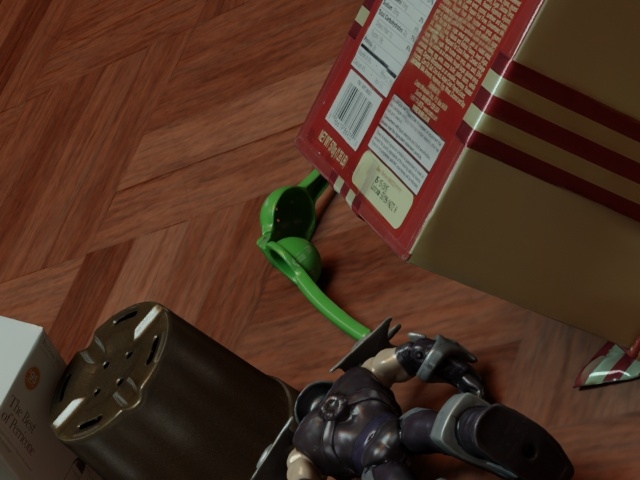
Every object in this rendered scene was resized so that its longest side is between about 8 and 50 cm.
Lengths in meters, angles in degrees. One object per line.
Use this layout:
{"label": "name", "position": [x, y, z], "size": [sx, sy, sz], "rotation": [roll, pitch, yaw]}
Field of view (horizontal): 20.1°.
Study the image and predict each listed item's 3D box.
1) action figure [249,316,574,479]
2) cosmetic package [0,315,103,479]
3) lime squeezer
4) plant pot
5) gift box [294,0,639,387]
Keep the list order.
{"label": "action figure", "position": [0.054, 0.147, 1.220], "size": [0.185, 0.099, 0.285], "rotation": [-60, 26, -6]}
{"label": "cosmetic package", "position": [-0.220, 0.164, 1.423], "size": [0.060, 0.239, 0.099], "rotation": [10, 59, 22]}
{"label": "lime squeezer", "position": [0.000, 0.000, 1.529], "size": [0.110, 0.059, 0.310], "rotation": [-7, 38, 8]}
{"label": "plant pot", "position": [-0.105, 0.143, 1.362], "size": [0.167, 0.165, 0.167], "rotation": [-34, 32, 25]}
{"label": "gift box", "position": [0.156, -0.066, 1.184], "size": [0.276, 0.258, 0.255], "rotation": [-61, 27, 17]}
